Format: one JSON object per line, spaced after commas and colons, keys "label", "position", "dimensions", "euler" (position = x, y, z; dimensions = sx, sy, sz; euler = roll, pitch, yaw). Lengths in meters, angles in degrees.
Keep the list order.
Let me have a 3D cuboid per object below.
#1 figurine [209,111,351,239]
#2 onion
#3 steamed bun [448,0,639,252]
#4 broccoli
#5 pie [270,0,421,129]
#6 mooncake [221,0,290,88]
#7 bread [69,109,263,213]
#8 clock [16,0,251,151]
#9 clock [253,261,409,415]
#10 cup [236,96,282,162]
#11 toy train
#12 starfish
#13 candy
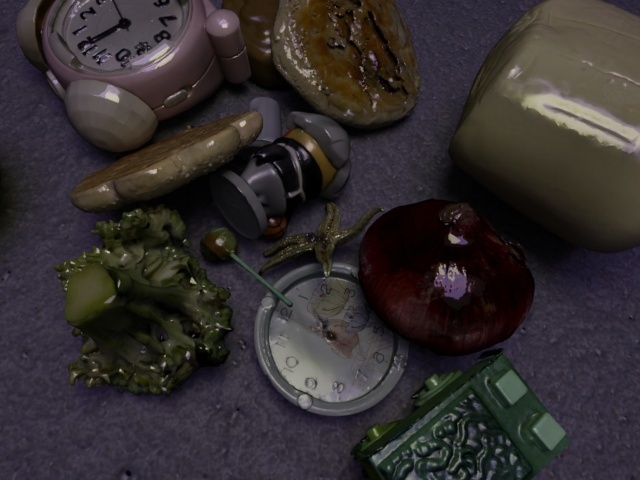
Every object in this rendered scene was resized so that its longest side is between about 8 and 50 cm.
{"label": "figurine", "position": [-0.048, -0.104, 0.739], "dimensions": [0.133, 0.176, 0.236], "euler": [33, 59, 29]}
{"label": "onion", "position": [0.195, 0.021, 0.662], "dimensions": [0.272, 0.195, 0.272], "euler": [7, 45, -7]}
{"label": "steamed bun", "position": [0.429, -0.193, 0.753], "dimensions": [0.371, 0.290, 0.456], "euler": [37, 54, 17]}
{"label": "broccoli", "position": [-0.229, 0.081, 0.587], "dimensions": [0.247, 0.243, 0.263], "euler": [25, 77, 8]}
{"label": "pie", "position": [0.065, -0.366, 0.846], "dimensions": [0.339, 0.077, 0.339], "euler": [4, 82, -32]}
{"label": "mooncake", "position": [-0.087, -0.422, 0.901], "dimensions": [0.235, 0.117, 0.235], "euler": [4, 65, -7]}
{"label": "bread", "position": [-0.228, -0.126, 0.690], "dimensions": [0.316, 0.316, 0.054], "euler": [-29, 115, -17]}
{"label": "clock", "position": [-0.339, -0.346, 0.810], "dimensions": [0.326, 0.184, 0.342], "euler": [-35, 67, -15]}
{"label": "clock", "position": [0.017, 0.147, 0.687], "dimensions": [0.236, 0.053, 0.236], "euler": [3, 62, -5]}
{"label": "cup", "position": [-0.119, -0.196, 0.827], "dimensions": [0.104, 0.074, 0.116], "euler": [-13, 61, 20]}
{"label": "toy train", "position": [0.164, 0.269, 0.576], "dimensions": [0.272, 0.188, 0.159], "euler": [-29, 73, -19]}
{"label": "starfish", "position": [0.001, 0.002, 0.715], "dimensions": [0.223, 0.217, 0.050], "euler": [-27, 109, 13]}
{"label": "candy", "position": [-0.115, 0.044, 0.697], "dimensions": [0.202, 0.061, 0.061], "euler": [36, 67, 28]}
